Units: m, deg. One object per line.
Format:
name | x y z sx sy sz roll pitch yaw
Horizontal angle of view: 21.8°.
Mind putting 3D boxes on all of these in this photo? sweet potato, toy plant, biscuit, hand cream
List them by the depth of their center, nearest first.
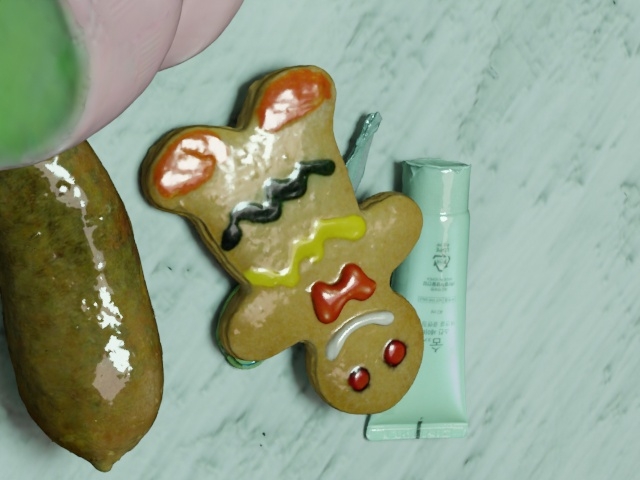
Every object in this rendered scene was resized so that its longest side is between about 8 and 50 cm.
toy plant | -0.128 -0.215 0.860 0.356 0.210 0.317 -53 126 -42
sweet potato | -0.159 -0.005 0.968 0.097 0.097 0.292 -27 107 -31
biscuit | -0.002 0.012 1.097 0.165 0.036 0.250 -35 113 -17
hand cream | 0.077 0.044 1.179 0.078 0.050 0.205 0 102 -18

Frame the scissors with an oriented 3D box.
scissors | 0.000 0.000 1.129 0.133 0.020 0.187 9 94 -33
